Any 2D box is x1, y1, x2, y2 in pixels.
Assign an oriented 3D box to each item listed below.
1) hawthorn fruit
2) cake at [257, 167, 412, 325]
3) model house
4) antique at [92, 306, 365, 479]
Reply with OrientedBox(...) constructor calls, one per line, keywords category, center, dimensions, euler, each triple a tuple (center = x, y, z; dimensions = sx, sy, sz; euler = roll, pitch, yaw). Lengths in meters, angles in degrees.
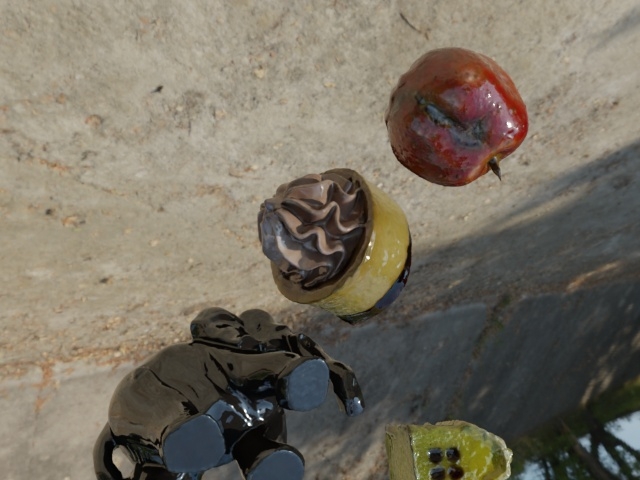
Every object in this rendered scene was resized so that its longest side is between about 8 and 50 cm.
OrientedBox(category="hawthorn fruit", center=(0.088, -0.075, 0.325), dimensions=(0.093, 0.093, 0.093), euler=(-18, 156, -8))
OrientedBox(category="cake", center=(0.000, 0.000, 0.667), dimensions=(0.185, 0.207, 0.178), euler=(-13, 160, 43))
OrientedBox(category="model house", center=(0.273, 0.477, 1.093), dimensions=(0.235, 0.174, 0.193), euler=(4, 158, -6))
OrientedBox(category="antique", center=(-0.132, 0.209, 0.664), dimensions=(0.323, 0.185, 0.255), euler=(-22, -163, -20))
